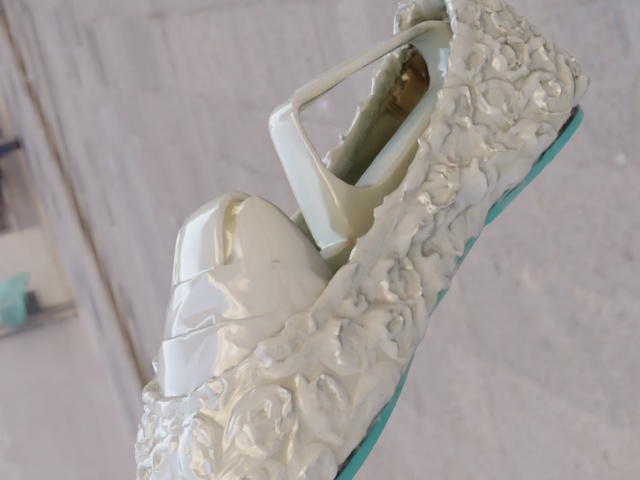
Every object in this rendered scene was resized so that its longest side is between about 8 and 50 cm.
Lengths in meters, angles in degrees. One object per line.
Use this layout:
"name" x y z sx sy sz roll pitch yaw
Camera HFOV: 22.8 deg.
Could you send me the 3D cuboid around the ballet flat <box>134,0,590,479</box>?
"ballet flat" 0.000 0.000 0.829 0.147 0.409 0.147 22 141 19
